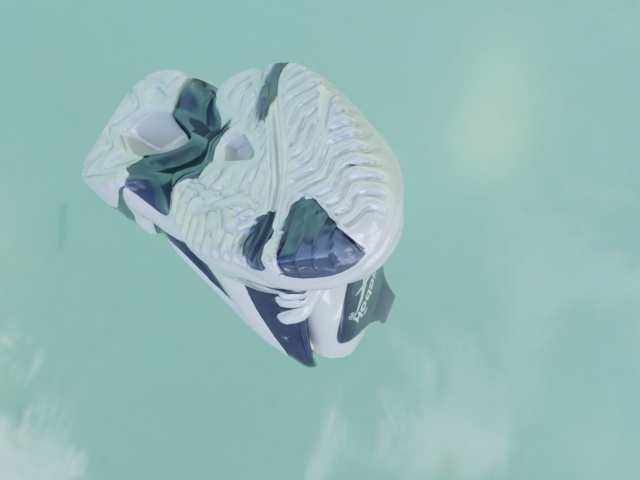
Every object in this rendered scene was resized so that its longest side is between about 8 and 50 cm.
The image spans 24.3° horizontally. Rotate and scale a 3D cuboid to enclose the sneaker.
[{"bbox_3d":[0.000,0.000,0.670,0.153,0.094,0.235,36,165,-30],"label":"sneaker"}]
